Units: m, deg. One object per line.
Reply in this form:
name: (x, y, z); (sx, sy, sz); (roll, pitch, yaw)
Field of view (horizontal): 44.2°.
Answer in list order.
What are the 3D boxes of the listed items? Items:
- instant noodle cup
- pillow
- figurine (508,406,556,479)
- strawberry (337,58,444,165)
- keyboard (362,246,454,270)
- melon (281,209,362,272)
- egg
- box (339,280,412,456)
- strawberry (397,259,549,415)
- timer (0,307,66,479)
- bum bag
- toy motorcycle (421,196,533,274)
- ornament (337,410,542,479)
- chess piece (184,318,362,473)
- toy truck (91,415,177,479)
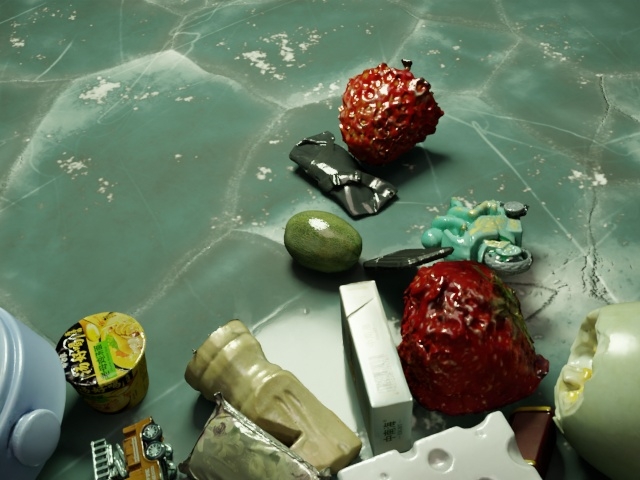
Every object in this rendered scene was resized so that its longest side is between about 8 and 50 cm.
instant noodle cup: (-0.360, 0.213, 1.335); (0.151, 0.122, 0.151); (-1, 48, 1)
pillow: (-0.093, 0.352, 1.191); (0.255, 0.169, 0.059); (30, 14, 29)
figurine: (0.297, 0.325, 1.203); (0.098, 0.082, 0.154); (9, 40, 28)
strawberry: (0.135, -0.245, 1.665); (0.233, 0.234, 0.178); (14, 57, 17)
keyboard: (0.151, 0.033, 1.416); (0.106, 0.262, 0.016); (-16, 92, -12)
melon: (0.000, 0.000, 1.514); (0.167, 0.114, 0.114); (18, 51, 19)
egg: (0.522, 0.237, 1.138); (0.336, 0.278, 0.278); (18, 50, 13)
box: (0.087, 0.205, 1.286); (0.067, 0.155, 0.243); (-9, 45, -6)
strawberry: (0.222, 0.163, 1.285); (0.220, 0.274, 0.274); (-36, 43, 21)
timer: (-0.556, 0.283, 1.208); (0.394, 0.173, 0.395); (-13, 51, 16)
bum bag: (0.045, -0.146, 1.685); (0.123, 0.060, 0.248); (-33, 54, -29)
toy motorcycle: (0.291, -0.007, 1.485); (0.198, 0.109, 0.296); (3, 25, 10)
ornament: (0.176, 0.413, 1.021); (0.239, 0.239, 0.240); (-17, 48, -11)
chess piece: (-0.074, 0.270, 1.277); (0.300, 0.137, 0.137); (38, 59, 20)
toy truck: (-0.280, 0.373, 1.206); (0.115, 0.080, 0.178); (-19, 47, -6)
